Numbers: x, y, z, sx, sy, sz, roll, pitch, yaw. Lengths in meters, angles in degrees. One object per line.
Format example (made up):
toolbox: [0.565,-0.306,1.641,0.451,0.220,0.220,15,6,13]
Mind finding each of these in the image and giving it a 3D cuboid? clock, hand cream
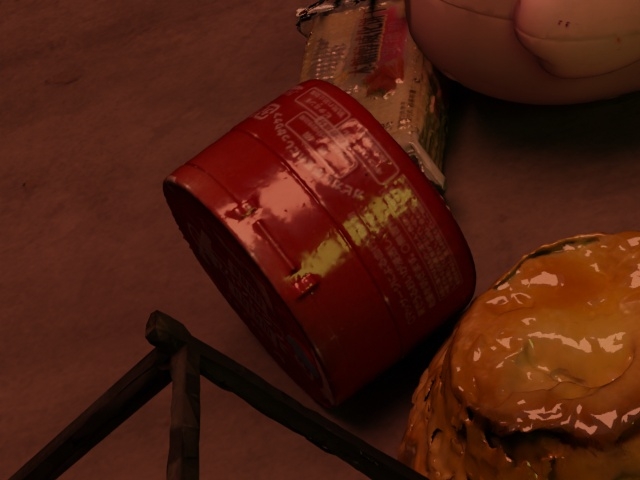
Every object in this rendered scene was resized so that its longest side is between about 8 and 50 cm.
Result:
clock: [0.246,-0.271,1.532,0.377,0.250,0.368,-3,44,-1]
hand cream: [0.000,0.000,1.386,0.149,0.230,0.230,-38,40,-10]

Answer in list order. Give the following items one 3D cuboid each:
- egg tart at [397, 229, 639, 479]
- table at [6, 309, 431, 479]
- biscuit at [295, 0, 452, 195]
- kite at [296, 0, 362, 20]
egg tart: [0.199,0.097,1.245,0.341,0.129,0.341,-14,40,12]
table: [-0.094,0.265,0.991,0.335,0.272,0.222,-42,30,26]
biscuit: [0.043,-0.129,1.629,0.186,0.079,0.309,-7,43,19]
kite: [0.054,-0.248,1.728,0.152,0.015,0.285,-14,14,19]
